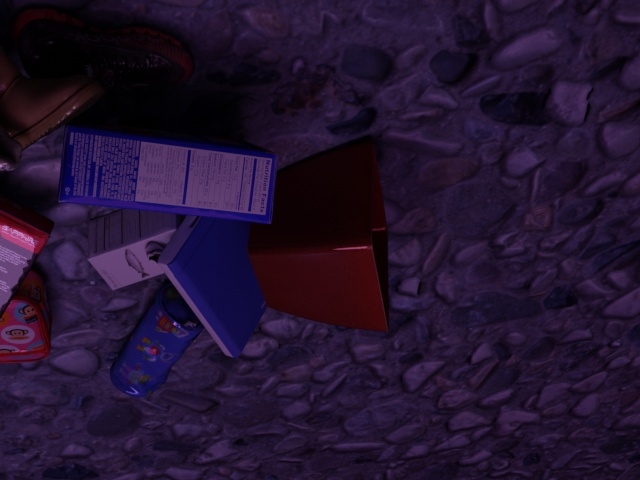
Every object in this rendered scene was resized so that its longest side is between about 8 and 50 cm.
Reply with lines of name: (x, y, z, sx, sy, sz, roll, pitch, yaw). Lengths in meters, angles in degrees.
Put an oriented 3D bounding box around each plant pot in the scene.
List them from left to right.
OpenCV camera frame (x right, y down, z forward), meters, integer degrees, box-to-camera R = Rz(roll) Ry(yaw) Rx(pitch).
plant pot: (0.000, 0.000, 1.475, 0.235, 0.268, 0.267, -4, 139, 9)

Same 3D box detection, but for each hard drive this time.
hard drive: (-0.185, 0.060, 1.521, 0.040, 0.210, 0.319, 11, 147, 29)

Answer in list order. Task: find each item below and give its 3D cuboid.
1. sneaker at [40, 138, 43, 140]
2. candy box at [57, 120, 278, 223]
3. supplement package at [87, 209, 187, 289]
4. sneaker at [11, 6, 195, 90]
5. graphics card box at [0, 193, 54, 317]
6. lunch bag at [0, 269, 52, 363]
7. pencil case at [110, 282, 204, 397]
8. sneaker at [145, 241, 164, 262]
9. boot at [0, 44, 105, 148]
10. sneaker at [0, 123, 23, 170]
sneaker: (-0.525, -0.237, 1.184, 0.258, 0.094, 0.091, 25, 129, -34)
candy box: (-0.252, -0.116, 1.248, 0.316, 0.268, 0.122, 6, 98, -19)
supplement package: (-0.339, 0.002, 1.479, 0.179, 0.105, 0.105, -19, 138, 6)
sneaker: (-0.324, -0.269, 1.175, 0.275, 0.135, 0.098, 6, 132, -22)
graphics card box: (-0.663, 0.071, 1.361, 0.232, 0.094, 0.371, 29, 102, -22)
lunch bag: (-0.696, 0.165, 1.559, 0.292, 0.120, 0.258, -2, 140, -10)
pencil case: (-0.351, 0.224, 1.699, 0.133, 0.119, 0.306, 31, 126, -11)
sneaker: (-0.285, 0.034, 1.421, 0.083, 0.037, 0.032, 20, 125, -34)
boot: (-0.451, -0.260, 1.055, 0.236, 0.089, 0.270, -21, 110, 32)
sneaker: (-0.494, -0.235, 0.955, 0.181, 0.158, 0.410, 3, 139, 20)
